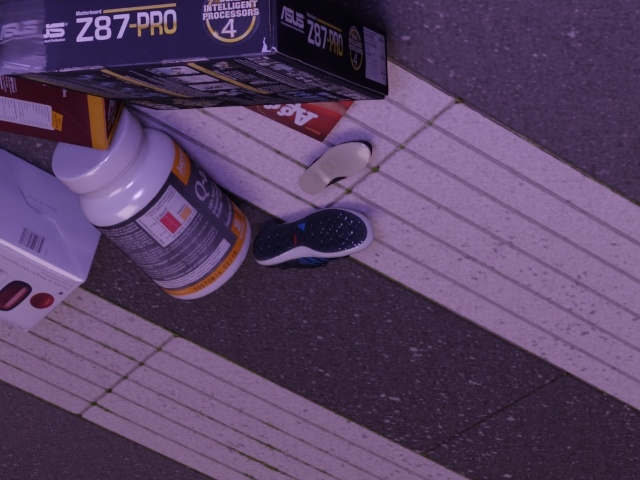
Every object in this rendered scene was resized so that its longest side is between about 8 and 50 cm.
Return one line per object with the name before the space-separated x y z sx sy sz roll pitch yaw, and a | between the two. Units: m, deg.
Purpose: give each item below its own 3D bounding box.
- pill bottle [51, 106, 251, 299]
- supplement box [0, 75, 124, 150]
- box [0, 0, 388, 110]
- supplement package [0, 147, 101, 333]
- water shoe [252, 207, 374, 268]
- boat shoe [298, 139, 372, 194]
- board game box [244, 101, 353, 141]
pill bottle | -0.233 -0.054 2.247 0.162 0.162 0.278 -13 137 32
supplement box | -0.350 -0.237 2.065 0.194 0.129 0.191 11 144 4
box | -0.128 -0.213 1.836 0.318 0.097 0.395 -4 177 20
supplement package | -0.457 0.003 2.412 0.194 0.149 0.203 29 141 -21
water shoe | 0.000 0.000 2.343 0.203 0.073 0.080 -7 162 32
boat shoe | 0.024 -0.105 2.200 0.133 0.042 0.049 -31 101 44
board game box | -0.091 -0.227 2.082 0.281 0.027 0.145 23 144 -13
